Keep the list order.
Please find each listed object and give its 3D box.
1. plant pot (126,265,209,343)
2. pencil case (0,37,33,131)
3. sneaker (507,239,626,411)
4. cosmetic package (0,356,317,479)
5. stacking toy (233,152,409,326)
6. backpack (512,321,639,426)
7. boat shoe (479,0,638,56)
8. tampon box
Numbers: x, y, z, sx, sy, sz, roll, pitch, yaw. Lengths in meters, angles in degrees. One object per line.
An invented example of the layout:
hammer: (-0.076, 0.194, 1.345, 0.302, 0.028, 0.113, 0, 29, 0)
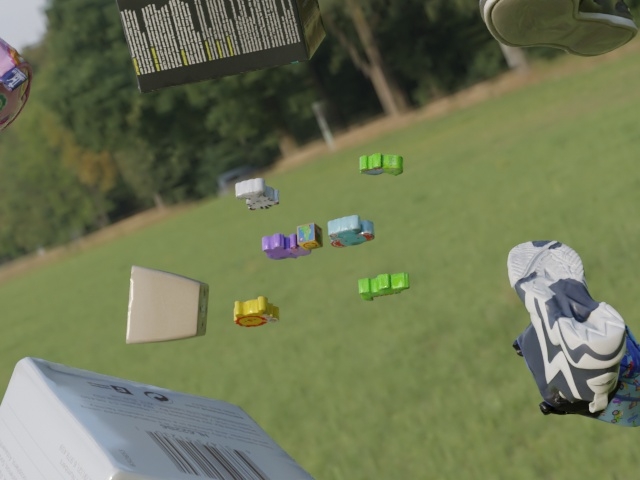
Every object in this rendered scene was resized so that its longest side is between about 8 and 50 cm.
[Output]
plant pot: (-0.211, 0.095, 2.307, 0.096, 0.109, 0.109, 4, -3, 7)
pencil case: (-0.444, -0.214, 1.754, 0.124, 0.284, 0.124, -53, -6, -8)
sneaker: (0.289, 0.112, 1.949, 0.094, 0.153, 0.235, -17, 35, -18)
cosmetic package: (-0.235, 0.402, 1.951, 0.329, 0.394, 0.327, 18, 9, -34)
stacking toy: (0.000, 0.000, 1.856, 0.221, 0.167, 0.052, -12, -26, 23)
backpack: (0.356, 0.158, 2.094, 0.117, 0.173, 0.158, -60, 26, 27)
boat shoe: (0.273, -0.292, 1.961, 0.112, 0.095, 0.335, -31, -19, 29)
tampon box: (-0.090, -0.209, 1.496, 0.161, 0.101, 0.120, -10, 17, 10)
